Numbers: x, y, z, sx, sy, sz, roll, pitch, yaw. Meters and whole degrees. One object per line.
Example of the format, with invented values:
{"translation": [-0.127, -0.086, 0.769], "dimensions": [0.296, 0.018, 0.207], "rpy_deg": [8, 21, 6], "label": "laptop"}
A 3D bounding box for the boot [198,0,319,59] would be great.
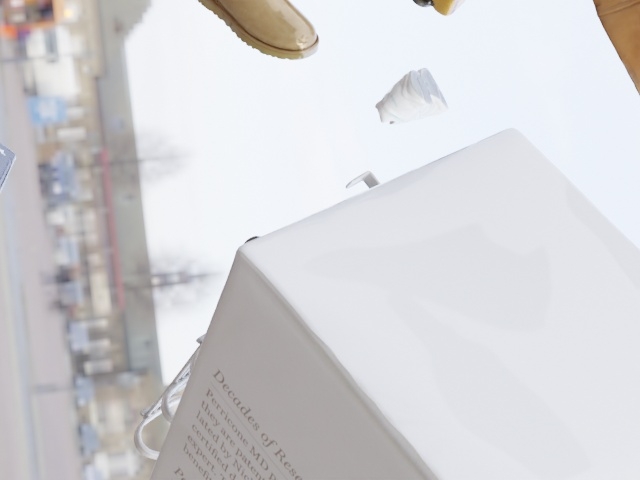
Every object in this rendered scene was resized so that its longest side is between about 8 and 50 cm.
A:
{"translation": [-0.087, -0.406, 2.278], "dimensions": [0.236, 0.089, 0.269], "rpy_deg": [33, -39, 17], "label": "boot"}

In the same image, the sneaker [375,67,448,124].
{"translation": [0.099, -0.157, 1.813], "dimensions": [0.053, 0.061, 0.152], "rpy_deg": [61, 17, 7], "label": "sneaker"}

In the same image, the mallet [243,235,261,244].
{"translation": [0.000, 0.000, 1.972], "dimensions": [0.062, 0.190, 0.039], "rpy_deg": [-112, -175, -56], "label": "mallet"}

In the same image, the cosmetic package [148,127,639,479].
{"translation": [0.098, 0.185, 1.387], "dimensions": [0.327, 0.329, 0.393], "rpy_deg": [48, -40, 23], "label": "cosmetic package"}

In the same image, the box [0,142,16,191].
{"translation": [-0.427, -0.017, 1.703], "dimensions": [0.207, 0.108, 0.153], "rpy_deg": [-48, -164, 22], "label": "box"}

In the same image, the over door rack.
{"translation": [-0.045, 0.098, 1.757], "dimensions": [0.108, 0.324, 0.239], "rpy_deg": [43, -33, 1], "label": "over door rack"}

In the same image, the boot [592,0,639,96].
{"translation": [0.312, -0.261, 1.178], "dimensions": [0.096, 0.280, 0.264], "rpy_deg": [-6, 76, -67], "label": "boot"}

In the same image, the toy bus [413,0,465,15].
{"translation": [0.107, -0.487, 2.417], "dimensions": [0.333, 0.130, 0.108], "rpy_deg": [42, -19, 8], "label": "toy bus"}
